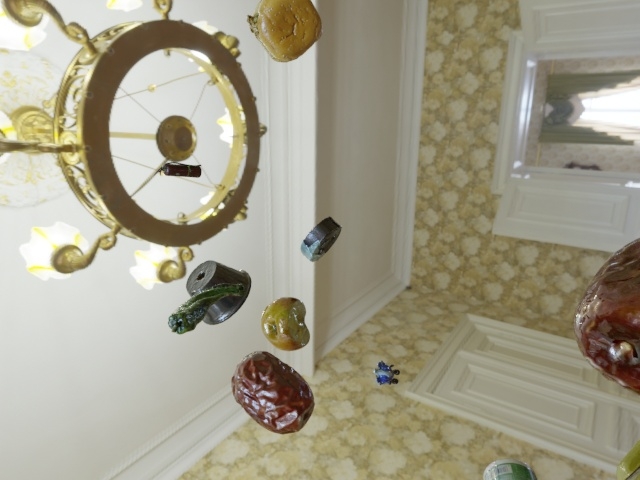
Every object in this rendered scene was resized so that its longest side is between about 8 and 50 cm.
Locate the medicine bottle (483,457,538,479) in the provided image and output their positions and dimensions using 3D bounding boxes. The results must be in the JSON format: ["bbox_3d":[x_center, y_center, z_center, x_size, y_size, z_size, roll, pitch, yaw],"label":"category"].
[{"bbox_3d":[0.453,0.640,0.985,0.274,0.134,0.133,-51,-37,-70],"label":"medicine bottle"}]

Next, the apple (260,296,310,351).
[{"bbox_3d":[-0.120,0.298,1.561,0.173,0.160,0.195,-8,-90,-46],"label":"apple"}]

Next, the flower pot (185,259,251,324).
[{"bbox_3d":[-0.427,0.185,1.753,0.166,0.269,0.269,50,-123,-33],"label":"flower pot"}]

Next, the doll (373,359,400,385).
[{"bbox_3d":[0.256,0.531,1.739,0.195,0.070,0.095,32,-119,-48],"label":"doll"}]

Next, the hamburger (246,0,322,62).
[{"bbox_3d":[-0.074,-0.464,0.941,0.147,0.083,0.138,-42,-66,-11],"label":"hamburger"}]

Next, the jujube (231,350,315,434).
[{"bbox_3d":[-0.136,0.420,1.214,0.174,0.251,0.174,-45,-29,-34],"label":"jujube"}]

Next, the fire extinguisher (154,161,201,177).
[{"bbox_3d":[-0.411,-0.203,1.271,0.132,0.039,0.056,-4,-38,-47],"label":"fire extinguisher"}]

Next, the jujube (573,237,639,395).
[{"bbox_3d":[0.502,0.095,0.617,0.318,0.223,0.222,-18,-64,-30],"label":"jujube"}]

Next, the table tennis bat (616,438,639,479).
[{"bbox_3d":[0.401,0.330,0.577,0.369,0.054,0.224,-22,-44,-24],"label":"table tennis bat"}]

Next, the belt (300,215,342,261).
[{"bbox_3d":[0.000,0.000,1.772,0.198,0.078,0.151,-54,-19,22],"label":"belt"}]

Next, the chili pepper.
[{"bbox_3d":[-0.297,0.172,1.061,0.065,0.122,0.279,66,-154,-9],"label":"chili pepper"}]
